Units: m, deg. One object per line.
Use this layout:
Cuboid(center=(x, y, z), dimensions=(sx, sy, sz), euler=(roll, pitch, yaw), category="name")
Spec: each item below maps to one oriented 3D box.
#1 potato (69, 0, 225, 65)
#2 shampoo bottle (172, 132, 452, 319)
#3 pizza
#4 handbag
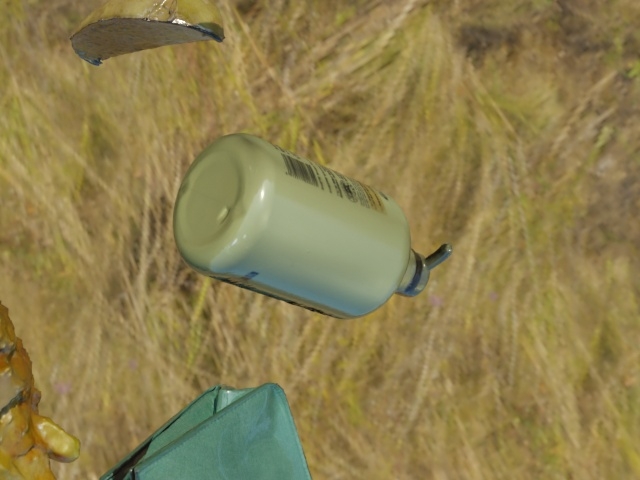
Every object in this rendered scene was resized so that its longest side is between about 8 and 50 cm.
Cuboid(center=(-0.259, -0.330, 1.769), dimensions=(0.261, 0.100, 0.120), euler=(-2, 160, 35), category="potato")
Cuboid(center=(0.000, 0.000, 0.699), dimensions=(0.162, 0.079, 0.079), euler=(21, 121, -40), category="shampoo bottle")
Cuboid(center=(-0.271, 0.024, 0.709), dimensions=(0.087, 0.258, 0.268), euler=(-48, 139, -25), category="pizza")
Cuboid(center=(-0.122, 0.322, 1.454), dimensions=(0.274, 0.100, 0.269), euler=(-35, 112, -47), category="handbag")
